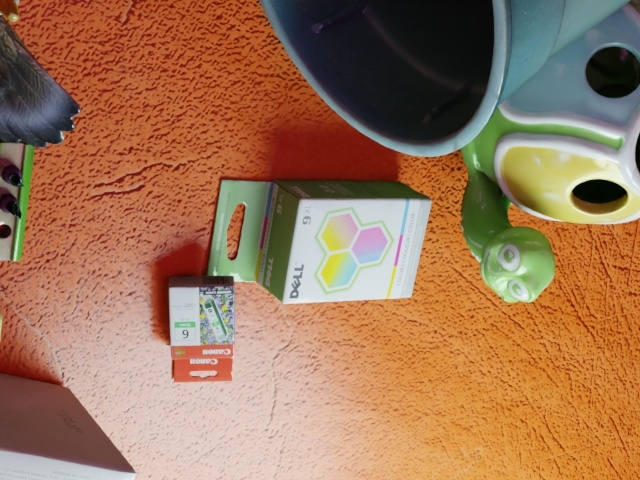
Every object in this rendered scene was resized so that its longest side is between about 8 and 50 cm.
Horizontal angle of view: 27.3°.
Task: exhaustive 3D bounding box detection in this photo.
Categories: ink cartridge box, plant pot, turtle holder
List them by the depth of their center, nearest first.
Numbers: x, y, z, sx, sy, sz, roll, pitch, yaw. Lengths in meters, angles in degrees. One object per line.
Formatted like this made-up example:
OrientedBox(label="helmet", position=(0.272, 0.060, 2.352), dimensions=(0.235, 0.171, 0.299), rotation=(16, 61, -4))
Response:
OrientedBox(label="plant pot", position=(0.153, -0.297, 1.118), dimensions=(0.334, 0.341, 0.341), rotation=(-31, 123, -26))
OrientedBox(label="ink cartridge box", position=(-0.114, 0.091, 1.271), dimensions=(0.062, 0.029, 0.115), rotation=(-1, 112, -5))
OrientedBox(label="ink cartridge box", position=(0.000, 0.000, 1.294), dimensions=(0.209, 0.062, 0.109), rotation=(0, 111, -31))
OrientedBox(label="turtle holder", position=(0.252, -0.118, 1.296), dimensions=(0.320, 0.227, 0.243), rotation=(-33, 124, -16))

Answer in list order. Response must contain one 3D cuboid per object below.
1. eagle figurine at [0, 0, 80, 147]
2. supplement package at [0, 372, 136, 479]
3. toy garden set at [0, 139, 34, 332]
OrientedBox(label="eagle figurine", position=(-0.267, -0.221, 0.993), dimensions=(0.226, 0.225, 0.298), rotation=(-13, 161, 17))
OrientedBox(label="supplement package", position=(-0.318, 0.276, 1.145), dimensions=(0.175, 0.177, 0.293), rotation=(18, 99, -36))
OrientedBox(label="toy garden set", position=(-0.361, 0.012, 1.087), dimensions=(0.244, 0.049, 0.204), rotation=(0, 109, -31))
